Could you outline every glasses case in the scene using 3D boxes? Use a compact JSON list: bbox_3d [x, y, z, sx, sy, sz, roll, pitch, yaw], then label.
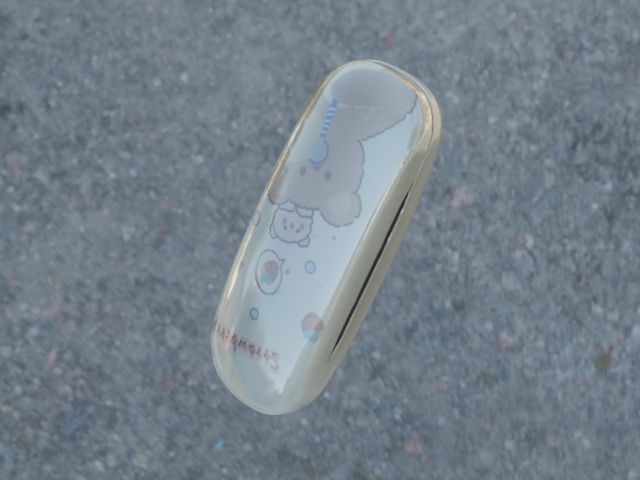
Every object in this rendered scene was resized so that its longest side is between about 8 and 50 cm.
[{"bbox_3d":[0.000,0.000,0.642,0.081,0.051,0.204,33,107,33],"label":"glasses case"}]
